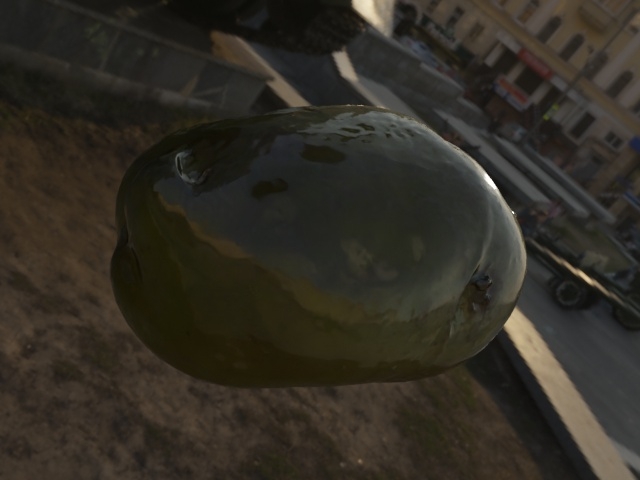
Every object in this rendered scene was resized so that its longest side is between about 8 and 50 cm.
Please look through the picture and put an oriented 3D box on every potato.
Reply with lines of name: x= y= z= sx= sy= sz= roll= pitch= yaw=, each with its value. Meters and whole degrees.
potato: x=-0.001 y=0.005 z=0.392 sx=0.200 sy=0.154 sz=0.137 roll=5 pitch=76 yaw=-26
